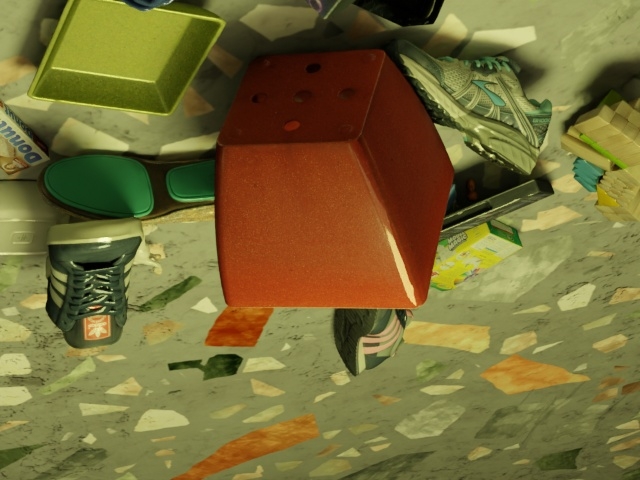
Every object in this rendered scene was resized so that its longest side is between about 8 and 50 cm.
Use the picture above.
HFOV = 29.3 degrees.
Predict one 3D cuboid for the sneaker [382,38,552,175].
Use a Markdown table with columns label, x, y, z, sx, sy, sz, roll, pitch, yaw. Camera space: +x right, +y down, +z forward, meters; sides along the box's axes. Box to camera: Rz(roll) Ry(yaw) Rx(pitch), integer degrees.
| label | x | y | z | sx | sy | sz | roll | pitch | yaw |
| --- | --- | --- | --- | --- | --- | --- | --- | --- | --- |
| sneaker | 0.198 | -0.204 | 1.636 | 0.283 | 0.110 | 0.122 | 31 | 86 | -31 |

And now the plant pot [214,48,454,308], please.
| label | x | y | z | sx | sy | sz | roll | pitch | yaw |
| --- | --- | --- | --- | --- | --- | --- | --- | --- | --- |
| plant pot | 0.003 | -0.092 | 1.540 | 0.267 | 0.267 | 0.236 | -1 | 134 | 19 |

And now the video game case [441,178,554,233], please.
| label | x | y | z | sx | sy | sz | roll | pitch | yaw |
| --- | --- | --- | --- | --- | --- | --- | --- | --- | --- |
| video game case | 0.225 | -0.031 | 1.918 | 0.274 | 0.026 | 0.196 | -24 | 174 | 16 |

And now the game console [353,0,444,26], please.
| label | x | y | z | sx | sy | sz | roll | pitch | yaw |
| --- | --- | --- | --- | --- | --- | --- | --- | --- | --- |
| game console | 0.072 | -0.385 | 1.192 | 0.044 | 0.213 | 0.361 | -47 | 165 | -42 |

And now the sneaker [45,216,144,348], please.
| label | x | y | z | sx | sy | sz | roll | pitch | yaw |
| --- | --- | --- | --- | --- | --- | --- | --- | --- | --- |
| sneaker | -0.304 | 0.065 | 1.647 | 0.131 | 0.148 | 0.350 | -4 | 168 | -14 |

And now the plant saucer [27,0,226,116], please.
| label | x | y | z | sx | sy | sz | roll | pitch | yaw |
| --- | --- | --- | --- | --- | --- | --- | --- | --- | --- |
| plant saucer | -0.234 | -0.230 | 1.447 | 0.188 | 0.045 | 0.188 | 4 | 146 | -29 |

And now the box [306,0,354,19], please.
| label | x | y | z | sx | sy | sz | roll | pitch | yaw |
| --- | --- | --- | --- | --- | --- | --- | --- | --- | --- |
| box | -0.005 | -0.345 | 1.167 | 0.108 | 0.207 | 0.153 | -46 | 180 | -44 |

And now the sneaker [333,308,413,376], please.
| label | x | y | z | sx | sy | sz | roll | pitch | yaw |
| --- | --- | --- | --- | --- | --- | --- | --- | --- | --- |
| sneaker | 0.105 | 0.123 | 2.157 | 0.131 | 0.112 | 0.319 | -23 | 156 | -18 |

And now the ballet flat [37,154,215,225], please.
| label | x | y | z | sx | sy | sz | roll | pitch | yaw |
| --- | --- | --- | --- | --- | --- | --- | --- | --- | --- |
| ballet flat | -0.236 | -0.056 | 1.692 | 0.315 | 0.108 | 0.106 | 0 | 155 | -20 |

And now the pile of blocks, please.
| label | x | y | z | sx | sy | sz | roll | pitch | yaw |
| --- | --- | --- | --- | --- | --- | --- | --- | --- | --- |
| pile of blocks | 0.453 | -0.146 | 1.841 | 0.113 | 0.149 | 0.362 | -56 | 162 | -11 |

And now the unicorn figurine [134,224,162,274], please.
| label | x | y | z | sx | sy | sz | roll | pitch | yaw |
| --- | --- | --- | --- | --- | --- | --- | --- | --- | --- |
| unicorn figurine | -0.283 | 0.014 | 1.830 | 0.161 | 0.060 | 0.111 | -22 | 150 | 14 |

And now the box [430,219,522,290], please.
| label | x | y | z | sx | sy | sz | roll | pitch | yaw |
| --- | --- | --- | --- | --- | --- | --- | --- | --- | --- |
| box | 0.243 | 0.027 | 2.088 | 0.179 | 0.043 | 0.105 | -35 | 144 | 29 |

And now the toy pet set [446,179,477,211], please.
| label | x | y | z | sx | sy | sz | roll | pitch | yaw |
| --- | --- | --- | --- | --- | --- | --- | --- | --- | --- |
| toy pet set | 0.189 | -0.056 | 1.898 | 0.122 | 0.065 | 0.114 | -14 | 150 | 0 |

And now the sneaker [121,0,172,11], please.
| label | x | y | z | sx | sy | sz | roll | pitch | yaw |
| --- | --- | --- | --- | --- | --- | --- | --- | --- | --- |
| sneaker | -0.161 | -0.288 | 1.294 | 0.296 | 0.131 | 0.112 | 4 | 144 | -30 |

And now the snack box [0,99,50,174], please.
| label | x | y | z | sx | sy | sz | roll | pitch | yaw |
| --- | --- | --- | --- | --- | --- | --- | --- | --- | --- |
| snack box | -0.414 | -0.143 | 1.546 | 0.064 | 0.022 | 0.178 | -20 | 149 | 9 |

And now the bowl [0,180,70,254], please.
| label | x | y | z | sx | sy | sz | roll | pitch | yaw |
| --- | --- | --- | --- | --- | --- | --- | --- | --- | --- |
| bowl | -0.421 | -0.024 | 1.718 | 0.141 | 0.053 | 0.142 | 1 | 149 | -22 |
